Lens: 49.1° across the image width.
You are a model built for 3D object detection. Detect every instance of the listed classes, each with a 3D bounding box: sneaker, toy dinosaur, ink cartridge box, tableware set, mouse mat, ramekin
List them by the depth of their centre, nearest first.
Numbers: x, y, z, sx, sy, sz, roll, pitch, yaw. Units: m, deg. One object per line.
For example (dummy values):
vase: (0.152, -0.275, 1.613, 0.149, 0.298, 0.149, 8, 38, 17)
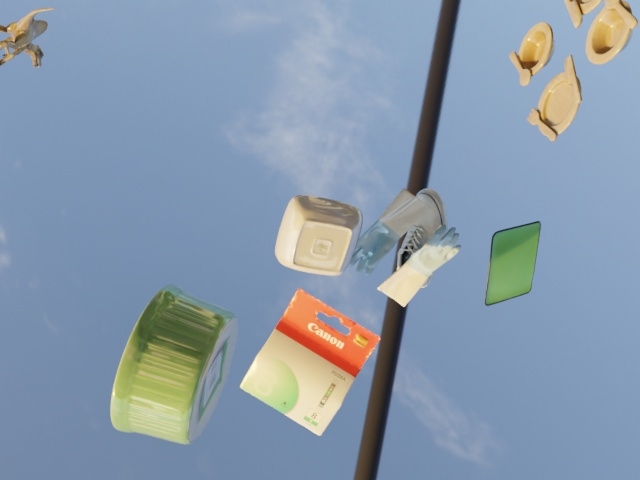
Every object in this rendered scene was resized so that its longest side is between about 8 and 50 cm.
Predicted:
tableware set: (0.236, -0.188, 0.661, 0.020, 0.168, 0.141, 11, -133, -19)
toy dinosaur: (-0.438, -0.302, 1.017, 0.093, 0.183, 0.053, -32, -87, -26)
ink cartridge box: (-0.021, 0.227, 1.291, 0.181, 0.224, 0.056, 31, -155, 3)
ramekin: (-0.276, 0.251, 1.388, 0.148, 0.303, 0.303, 17, -123, 6)
mouse mat: (0.443, 0.053, 1.615, 0.153, 0.189, 0.007, -12, -153, -28)
sneaker: (0.231, 0.008, 1.623, 0.094, 0.258, 0.091, 22, -147, 35)

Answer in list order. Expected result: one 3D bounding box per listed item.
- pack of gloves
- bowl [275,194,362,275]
pack of gloves: (0.187, 0.029, 1.563, 0.195, 0.232, 0.046, 35, -157, -13)
bowl: (0.000, 0.000, 1.227, 0.142, 0.141, 0.053, 11, -154, -15)
